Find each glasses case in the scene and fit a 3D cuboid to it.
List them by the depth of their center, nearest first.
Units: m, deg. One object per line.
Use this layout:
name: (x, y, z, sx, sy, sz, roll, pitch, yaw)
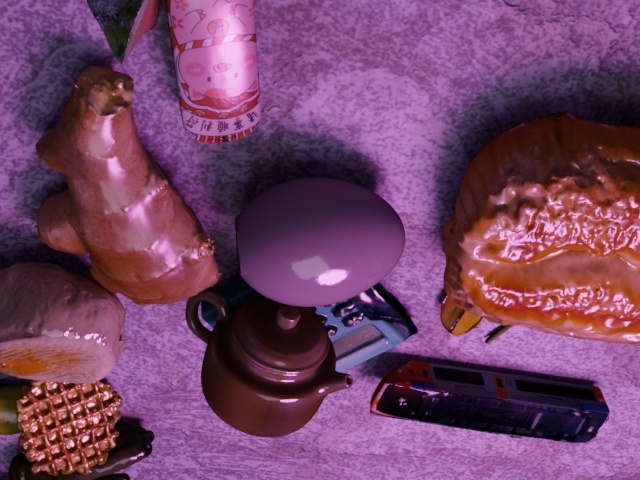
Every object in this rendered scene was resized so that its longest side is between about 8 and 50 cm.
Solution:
glasses case: (-0.127, -0.226, 1.342, 0.103, 0.067, 0.267, -8, 136, -5)

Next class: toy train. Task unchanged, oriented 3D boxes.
toy train: (0.279, 0.266, 1.870, 0.409, 0.089, 0.086, 10, 129, -14)

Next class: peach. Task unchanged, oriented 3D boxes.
peach: (0.218, 0.102, 1.723, 0.077, 0.050, 0.083, -28, 146, -10)

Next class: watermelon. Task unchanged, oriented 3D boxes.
watermelon: (-0.216, -0.301, 1.279, 0.101, 0.080, 0.155, 40, 130, 5)

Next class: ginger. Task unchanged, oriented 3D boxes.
ginger: (-0.275, -0.064, 1.490, 0.236, 0.166, 0.376, 7, 125, 41)

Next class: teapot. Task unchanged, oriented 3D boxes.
teapot: (-0.076, 0.149, 1.577, 0.267, 0.185, 0.175, 31, 131, 10)

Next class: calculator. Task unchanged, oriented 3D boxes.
calculator: (-0.019, 0.120, 1.714, 0.248, 0.058, 0.274, -29, 130, 21)

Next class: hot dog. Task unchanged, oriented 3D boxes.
hot dog: (0.350, -0.006, 1.534, 0.365, 0.196, 0.367, 2, 130, -10)

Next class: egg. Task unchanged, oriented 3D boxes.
egg: (0.000, 0.000, 1.511, 0.231, 0.176, 0.176, -9, 136, -10)

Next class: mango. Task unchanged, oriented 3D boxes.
mango: (-0.528, 0.276, 1.808, 0.165, 0.074, 0.091, -1, 135, -7)

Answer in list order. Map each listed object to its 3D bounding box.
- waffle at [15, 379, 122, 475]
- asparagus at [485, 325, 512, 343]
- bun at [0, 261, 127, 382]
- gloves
waffle: (-0.403, 0.287, 1.793, 0.191, 0.038, 0.191, -3, 96, -25)
asparagus: (0.325, 0.120, 1.779, 0.166, 0.013, 0.016, -39, 85, 28)
bun: (-0.390, 0.109, 1.600, 0.243, 0.153, 0.244, 2, 159, 1)
gloves: (-0.406, 0.373, 1.895, 0.268, 0.135, 0.107, -17, 176, 14)
